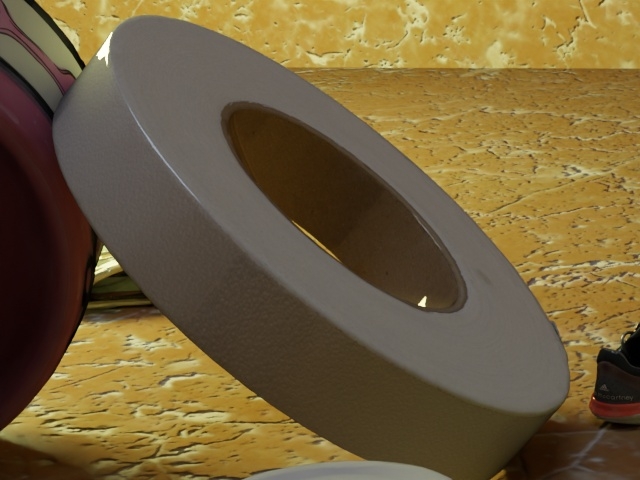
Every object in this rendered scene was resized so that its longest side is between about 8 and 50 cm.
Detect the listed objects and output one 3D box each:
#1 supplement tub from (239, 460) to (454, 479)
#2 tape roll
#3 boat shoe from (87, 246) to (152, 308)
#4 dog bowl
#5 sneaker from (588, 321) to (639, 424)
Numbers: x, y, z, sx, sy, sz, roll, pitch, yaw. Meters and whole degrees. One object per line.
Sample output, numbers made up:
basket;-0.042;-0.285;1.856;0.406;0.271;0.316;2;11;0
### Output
supplement tub;0.011;0.189;0.663;0.117;0.190;0.117;-5;13;1
tape roll;0.000;0.000;1.172;0.392;0.072;0.392;36;19;-14
boat shoe;-0.143;0.033;1.601;0.190;0.068;0.072;-14;26;2
dog bowl;-0.336;-0.004;1.177;0.408;0.408;0.150;-7;29;-10
sneaker;0.254;0.082;1.257;0.061;0.065;0.158;9;20;43
